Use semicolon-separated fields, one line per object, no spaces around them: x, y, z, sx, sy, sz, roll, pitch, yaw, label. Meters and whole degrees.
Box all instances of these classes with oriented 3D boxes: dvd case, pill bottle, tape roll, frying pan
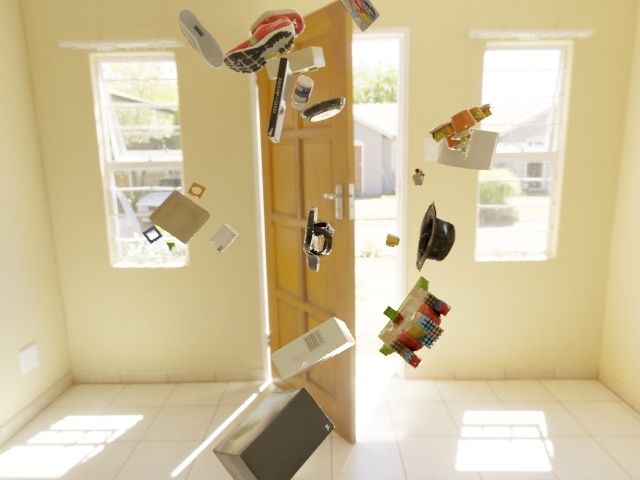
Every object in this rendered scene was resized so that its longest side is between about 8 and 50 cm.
-0.131;-0.443;1.448;0.029;0.239;0.179;10;6;-2;dvd case
-0.073;-0.571;1.746;0.067;0.120;0.067;11;49;-13;pill bottle
0.654;-0.411;1.998;0.246;0.169;0.246;6;16;-2;tape roll
-0.012;-0.533;1.911;0.197;0.053;0.326;-20;3;-22;frying pan

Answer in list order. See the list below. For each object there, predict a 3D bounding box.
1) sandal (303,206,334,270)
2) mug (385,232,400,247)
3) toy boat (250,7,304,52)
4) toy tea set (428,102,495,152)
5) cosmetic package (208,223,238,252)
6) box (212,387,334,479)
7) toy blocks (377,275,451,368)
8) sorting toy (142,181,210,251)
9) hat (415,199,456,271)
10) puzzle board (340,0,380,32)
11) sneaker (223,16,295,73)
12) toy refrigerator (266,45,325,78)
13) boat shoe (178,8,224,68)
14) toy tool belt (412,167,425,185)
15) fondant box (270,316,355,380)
0.000;-0.002;1.763;0.107;0.168;0.446;5;-19;5;sandal
0.341;0.007;2.126;0.064;0.078;0.062;12;-21;12;mug
-0.156;-0.829;1.805;0.231;0.151;0.151;-32;11;-40;toy boat
0.495;-0.370;1.552;0.200;0.124;0.336;-25;3;37;toy tea set
-0.460;-0.014;2.146;0.085;0.117;0.231;42;-5;-6;cosmetic package
-0.161;0.661;1.504;0.296;0.183;0.294;-38;2;-36;box
0.400;0.352;1.868;0.190;0.381;0.261;38;-3;-16;toy blocks
-0.608;-0.100;1.957;0.196;0.348;0.047;36;-24;0;sorting toy
0.517;-0.010;1.972;0.133;0.331;0.331;12;12;5;hat
0.093;-0.619;1.180;0.011;0.128;0.096;-43;13;-17;puzzle board
-0.212;-0.680;1.563;0.279;0.118;0.107;-18;-28;19;sneaker
-0.122;-0.844;2.156;0.269;0.094;0.102;-4;15;32;toy refrigerator
-0.502;-0.836;1.891;0.095;0.258;0.084;-37;13;-22;boat shoe
0.418;-0.275;1.907;0.052;0.083;0.051;6;34;29;toy tool belt
-0.014;0.372;1.549;0.238;0.096;0.330;-31;-17;0;fondant box
